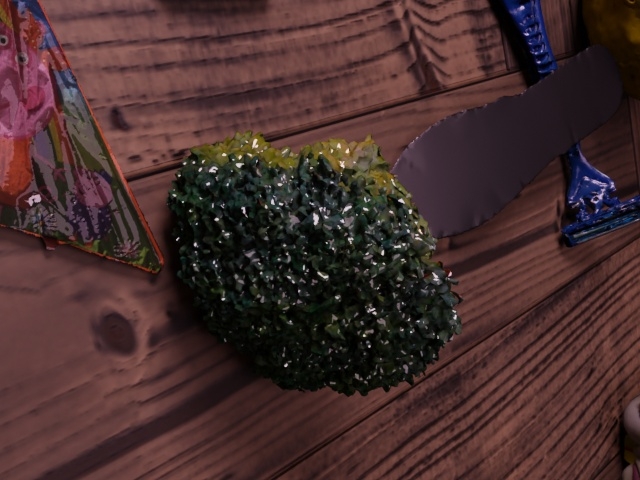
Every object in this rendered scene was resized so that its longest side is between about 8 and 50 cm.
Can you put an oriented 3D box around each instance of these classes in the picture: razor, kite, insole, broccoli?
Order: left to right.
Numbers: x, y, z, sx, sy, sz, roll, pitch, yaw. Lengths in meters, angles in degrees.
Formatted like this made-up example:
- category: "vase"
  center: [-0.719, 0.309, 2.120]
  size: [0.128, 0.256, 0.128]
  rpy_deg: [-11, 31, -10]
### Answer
- category: "kite"
  center: [-0.207, -0.081, 0.395]
  size: [0.321, 0.016, 0.234]
  rpy_deg: [21, 76, -40]
- category: "broccoli"
  center: [0.000, 0.000, 0.513]
  size: [0.219, 0.194, 0.194]
  rpy_deg: [37, 66, -11]
- category: "insole"
  center: [0.183, -0.096, 0.693]
  size: [0.322, 0.007, 0.109]
  rpy_deg: [-33, 109, -22]
- category: "razor"
  center: [0.248, -0.148, 0.770]
  size: [0.324, 0.093, 0.056]
  rpy_deg: [61, 14, -20]

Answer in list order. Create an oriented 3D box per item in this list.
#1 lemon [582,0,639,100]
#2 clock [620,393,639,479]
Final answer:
- category: "lemon"
  center: [0.429, -0.271, 0.780]
  size: [0.321, 0.268, 0.268]
  rpy_deg: [-16, 102, -36]
- category: "clock"
  center: [0.430, 0.267, 0.902]
  size: [0.144, 0.103, 0.231]
  rpy_deg: [2, 88, -40]
